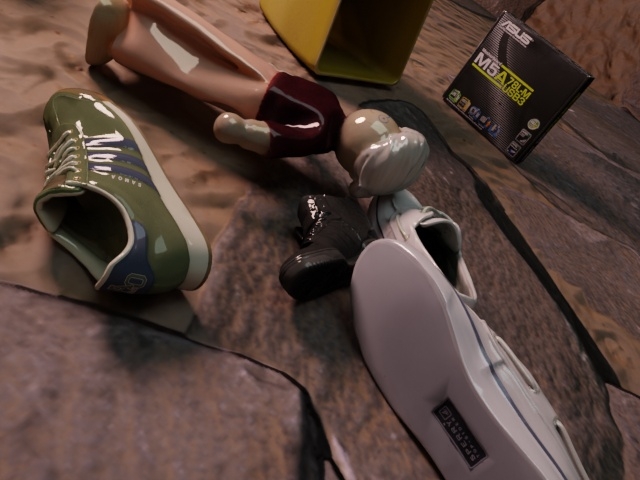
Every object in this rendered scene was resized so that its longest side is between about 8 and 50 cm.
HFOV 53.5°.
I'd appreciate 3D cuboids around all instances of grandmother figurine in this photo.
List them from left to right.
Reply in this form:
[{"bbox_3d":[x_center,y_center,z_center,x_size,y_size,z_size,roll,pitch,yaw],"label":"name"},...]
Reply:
[{"bbox_3d":[-0.051,-0.141,0.630,0.342,0.104,0.208,25,40,-5],"label":"grandmother figurine"}]

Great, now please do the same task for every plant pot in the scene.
[{"bbox_3d":[0.033,-0.380,0.971,0.187,0.212,0.212,38,28,31],"label":"plant pot"}]

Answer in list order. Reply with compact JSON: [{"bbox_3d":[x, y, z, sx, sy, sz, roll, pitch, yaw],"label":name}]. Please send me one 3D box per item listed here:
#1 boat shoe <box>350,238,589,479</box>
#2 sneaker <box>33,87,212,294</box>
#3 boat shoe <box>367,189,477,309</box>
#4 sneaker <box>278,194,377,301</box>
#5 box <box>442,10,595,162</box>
[{"bbox_3d":[0.110,0.111,0.477,0.084,0.095,0.258,2,54,-48],"label":"boat shoe"},{"bbox_3d":[-0.158,-0.039,0.434,0.192,0.064,0.086,50,29,18],"label":"sneaker"},{"bbox_3d":[0.106,0.007,0.614,0.083,0.076,0.226,19,34,-25],"label":"boat shoe"},{"bbox_3d":[0.001,-0.002,0.556,0.089,0.051,0.170,48,29,21],"label":"sneaker"},{"bbox_3d":[0.335,-0.264,1.099,0.190,0.184,0.045,49,35,20],"label":"box"}]
